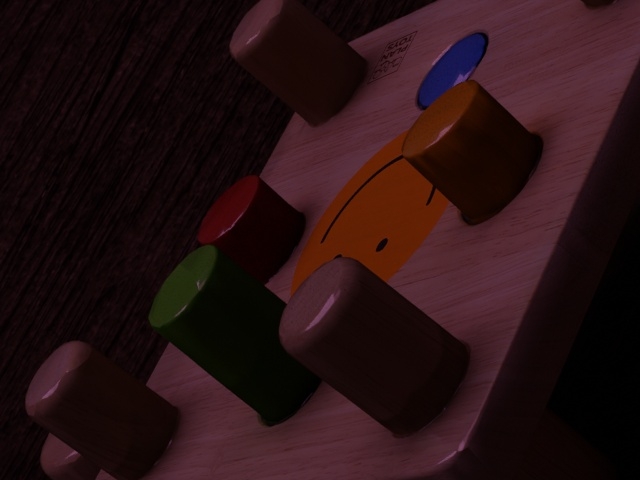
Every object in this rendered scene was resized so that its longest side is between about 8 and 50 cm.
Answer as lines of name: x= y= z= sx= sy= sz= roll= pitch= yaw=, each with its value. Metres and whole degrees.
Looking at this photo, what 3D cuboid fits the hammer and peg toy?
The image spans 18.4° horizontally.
hammer and peg toy: x=0.000 y=0.000 z=0.785 sx=0.361 sy=0.127 sz=0.266 roll=-17 pitch=39 yaw=55
